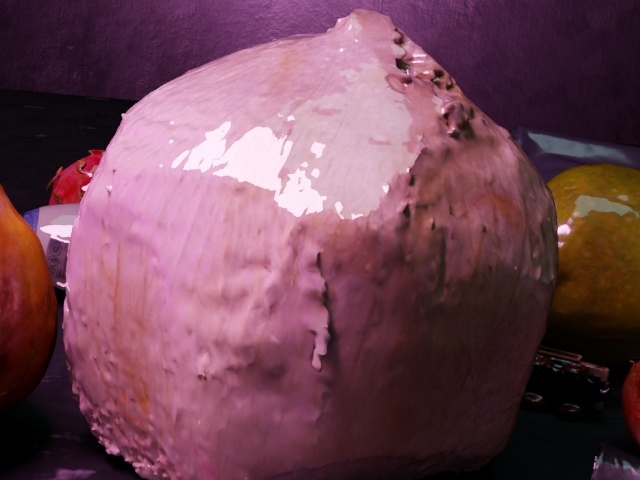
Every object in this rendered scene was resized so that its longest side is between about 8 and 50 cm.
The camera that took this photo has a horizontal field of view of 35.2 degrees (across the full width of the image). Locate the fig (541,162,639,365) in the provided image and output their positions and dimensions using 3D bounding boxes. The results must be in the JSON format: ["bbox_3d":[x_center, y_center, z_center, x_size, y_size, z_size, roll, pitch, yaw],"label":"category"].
[{"bbox_3d":[0.342,0.059,1.093,0.314,0.233,0.233,37,15,-4],"label":"fig"}]

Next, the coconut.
[{"bbox_3d":[0.000,0.000,0.819,0.404,0.405,0.404,4,15,-1],"label":"coconut"}]

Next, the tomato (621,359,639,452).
[{"bbox_3d":[0.341,0.161,0.859,0.166,0.082,0.174,6,19,19],"label":"tomato"}]

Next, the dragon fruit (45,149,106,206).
[{"bbox_3d":[-0.308,-0.049,1.380,0.166,0.133,0.136,-40,25,-5],"label":"dragon fruit"}]

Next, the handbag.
[{"bbox_3d":[0.359,-0.016,1.333,0.301,0.178,0.275,11,28,4],"label":"handbag"}]

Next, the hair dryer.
[{"bbox_3d":[-0.165,0.056,1.128,0.295,0.119,0.298,-1,32,-36],"label":"hair dryer"}]

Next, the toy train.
[{"bbox_3d":[0.221,0.132,0.999,0.137,0.050,0.087,13,13,26],"label":"toy train"}]

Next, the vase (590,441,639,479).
[{"bbox_3d":[0.288,0.198,0.754,0.167,0.059,0.059,10,16,19],"label":"vase"}]

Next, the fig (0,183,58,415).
[{"bbox_3d":[-0.319,0.061,0.781,0.263,0.224,0.224,-31,-12,40],"label":"fig"}]
